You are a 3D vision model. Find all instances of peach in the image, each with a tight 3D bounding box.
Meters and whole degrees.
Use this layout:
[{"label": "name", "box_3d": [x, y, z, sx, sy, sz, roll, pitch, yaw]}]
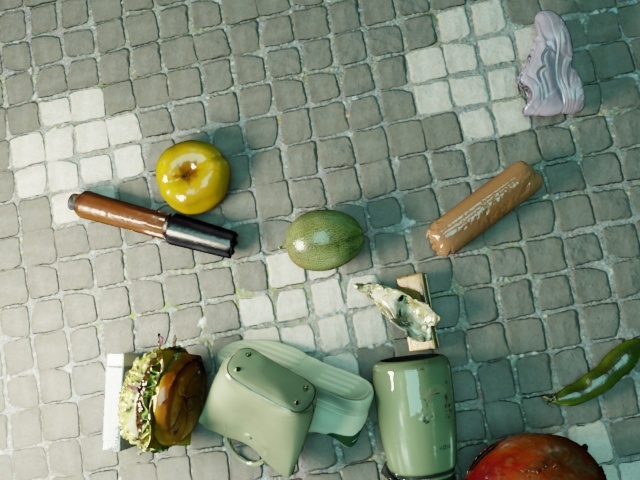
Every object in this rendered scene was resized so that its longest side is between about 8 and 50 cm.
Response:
[{"label": "peach", "box_3d": [-0.296, -0.151, 1.573, 0.179, 0.103, 0.179, -1, 85, 9]}]

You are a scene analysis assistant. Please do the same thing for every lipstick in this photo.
[{"label": "lipstick", "box_3d": [-0.395, -0.042, 1.581, 0.419, 0.077, 0.077, 15, 84, 9]}]

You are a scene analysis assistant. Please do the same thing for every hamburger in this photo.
[{"label": "hamburger", "box_3d": [-0.340, 0.329, 1.445, 0.139, 0.243, 0.261, 10, 75, 16]}]

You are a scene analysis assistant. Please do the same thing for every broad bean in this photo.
[{"label": "broad bean", "box_3d": [0.600, 0.292, 1.449, 0.255, 0.046, 0.065, -35, 67, 1]}]

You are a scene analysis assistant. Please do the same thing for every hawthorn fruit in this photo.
[{"label": "hawthorn fruit", "box_3d": [0.431, 0.531, 1.314, 0.316, 0.316, 0.315, -1, 82, 6]}]

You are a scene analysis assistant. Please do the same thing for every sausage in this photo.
[{"label": "sausage", "box_3d": [0.363, -0.071, 1.504, 0.289, 0.086, 0.086, -37, 80, 1]}]

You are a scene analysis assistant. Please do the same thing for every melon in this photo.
[{"label": "melon", "box_3d": [0.000, 0.000, 1.503, 0.192, 0.139, 0.139, -9, 81, 2]}]

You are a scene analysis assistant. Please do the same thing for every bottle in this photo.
[{"label": "bottle", "box_3d": [0.205, 0.417, 1.412, 0.169, 0.168, 0.346, -6, 84, 5]}]

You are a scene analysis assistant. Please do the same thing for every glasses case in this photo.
[{"label": "glasses case", "box_3d": [0.219, 0.160, 1.504, 0.065, 0.041, 0.169, -14, 79, 30]}]

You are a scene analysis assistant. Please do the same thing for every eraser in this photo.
[{"label": "eraser", "box_3d": [-0.450, 0.361, 1.522, 0.046, 0.092, 0.212, -1, 80, 6]}]

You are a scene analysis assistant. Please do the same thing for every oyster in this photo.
[{"label": "oyster", "box_3d": [0.175, 0.142, 1.487, 0.106, 0.061, 0.200, -42, 73, 10]}]

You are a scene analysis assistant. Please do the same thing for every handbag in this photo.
[{"label": "handbag", "box_3d": [-0.141, 0.387, 1.407, 0.241, 0.109, 0.315, 29, 123, 11]}]

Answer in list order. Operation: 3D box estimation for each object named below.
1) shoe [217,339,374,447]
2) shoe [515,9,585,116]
[{"label": "shoe", "box_3d": [-0.063, 0.339, 1.481, 0.363, 0.132, 0.160, 15, 114, 20]}, {"label": "shoe", "box_3d": [0.503, -0.395, 1.532, 0.138, 0.095, 0.244, -13, 87, 1]}]
